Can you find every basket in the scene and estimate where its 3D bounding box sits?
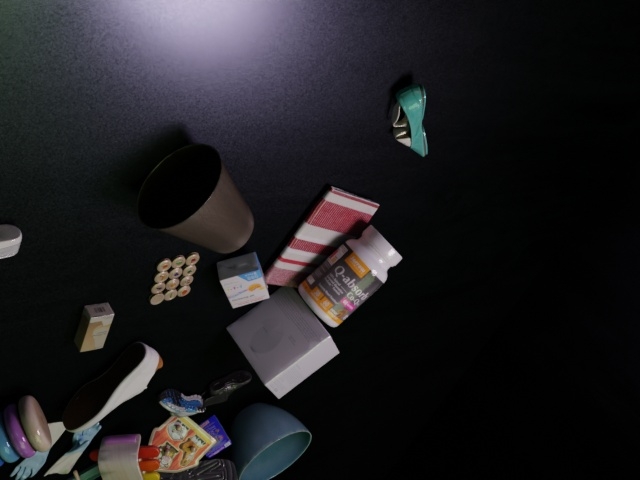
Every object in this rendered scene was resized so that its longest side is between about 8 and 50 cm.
[{"bbox_3d":[-0.244,-0.067,1.394,0.204,0.154,0.227,-44,152,-2],"label":"basket"}]

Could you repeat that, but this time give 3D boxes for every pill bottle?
[{"bbox_3d":[0.085,0.097,1.858,0.278,0.162,0.162,-44,148,4],"label":"pill bottle"}]

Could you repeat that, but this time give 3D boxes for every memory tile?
[{"bbox_3d":[-0.354,0.092,1.597,0.113,0.012,0.148,-12,139,-38],"label":"memory tile"}]

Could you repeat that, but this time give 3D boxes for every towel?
[{"bbox_3d":[0.000,0.000,1.840,0.237,0.037,0.329,13,120,-52],"label":"towel"}]

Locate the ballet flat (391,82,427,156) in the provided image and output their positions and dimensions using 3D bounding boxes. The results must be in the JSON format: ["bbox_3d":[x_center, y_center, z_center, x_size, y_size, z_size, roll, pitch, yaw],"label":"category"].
[{"bbox_3d":[0.224,-0.299,1.684,0.087,0.083,0.247,-14,146,3],"label":"ballet flat"}]

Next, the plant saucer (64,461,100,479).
[{"bbox_3d":[-0.731,0.718,1.964,0.192,0.018,0.067,-26,145,-21],"label":"plant saucer"}]

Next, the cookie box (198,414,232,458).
[{"bbox_3d":[-0.360,0.649,2.187,0.091,0.107,0.040,-31,149,-15],"label":"cookie box"}]

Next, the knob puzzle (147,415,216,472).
[{"bbox_3d":[-0.450,0.647,2.056,0.213,0.030,0.213,-4,103,-16],"label":"knob puzzle"}]

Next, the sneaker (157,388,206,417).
[{"bbox_3d":[-0.428,0.498,1.971,0.083,0.071,0.190,-32,145,15],"label":"sneaker"}]

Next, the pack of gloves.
[{"bbox_3d":[-0.710,0.581,1.792,0.195,0.046,0.232,11,122,-53],"label":"pack of gloves"}]

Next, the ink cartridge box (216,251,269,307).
[{"bbox_3d":[-0.195,0.114,1.720,0.104,0.062,0.181,-16,145,-2],"label":"ink cartridge box"}]

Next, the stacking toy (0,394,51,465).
[{"bbox_3d":[-0.799,0.483,1.508,0.330,0.141,0.141,-23,144,-18],"label":"stacking toy"}]

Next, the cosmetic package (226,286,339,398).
[{"bbox_3d":[-0.106,0.285,1.897,0.224,0.224,0.138,-37,148,-6],"label":"cosmetic package"}]

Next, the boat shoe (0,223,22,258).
[{"bbox_3d":[-0.629,0.019,1.176,0.184,0.066,0.063,-22,144,-44],"label":"boat shoe"}]

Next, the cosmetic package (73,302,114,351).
[{"bbox_3d":[-0.522,0.200,1.524,0.060,0.041,0.115,-7,135,-42],"label":"cosmetic package"}]

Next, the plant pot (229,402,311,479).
[{"bbox_3d":[-0.204,0.686,2.315,0.290,0.195,0.290,-27,146,-20],"label":"plant pot"}]

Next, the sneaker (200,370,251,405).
[{"bbox_3d":[-0.301,0.470,2.087,0.170,0.051,0.089,-15,140,-28],"label":"sneaker"}]

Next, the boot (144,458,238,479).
[{"bbox_3d":[-0.472,0.847,2.279,0.366,0.146,0.445,5,155,-8],"label":"boot"}]

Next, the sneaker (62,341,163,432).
[{"bbox_3d":[-0.522,0.393,1.700,0.290,0.106,0.123,-41,146,-2],"label":"sneaker"}]

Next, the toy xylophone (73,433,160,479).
[{"bbox_3d":[-0.585,0.709,1.939,0.236,0.081,0.323,2,118,-1],"label":"toy xylophone"}]
